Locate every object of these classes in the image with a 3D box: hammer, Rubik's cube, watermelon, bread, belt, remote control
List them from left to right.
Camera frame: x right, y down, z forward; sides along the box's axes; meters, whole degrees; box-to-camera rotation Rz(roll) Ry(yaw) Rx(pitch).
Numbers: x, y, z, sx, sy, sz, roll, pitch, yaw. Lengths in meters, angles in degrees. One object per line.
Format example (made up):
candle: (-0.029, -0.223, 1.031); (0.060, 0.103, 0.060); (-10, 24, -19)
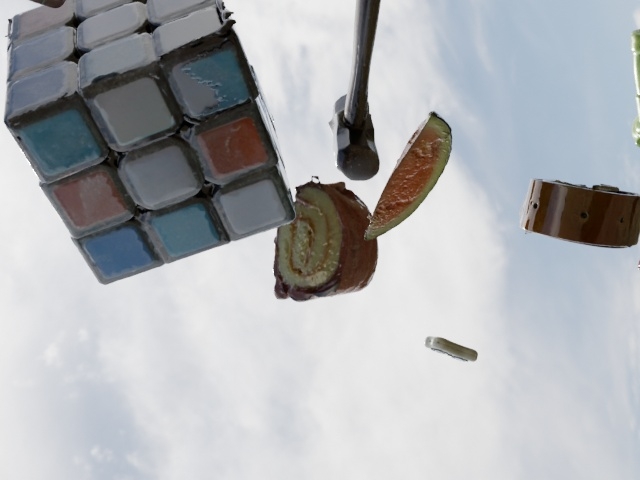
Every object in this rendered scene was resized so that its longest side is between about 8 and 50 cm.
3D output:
Rubik's cube: (-0.263, -0.194, 1.358); (0.362, 0.363, 0.359); (-112, -1, -47)
bread: (0.011, -0.001, 1.671); (0.123, 0.190, 0.244); (4, -92, -61)
hammer: (0.077, -0.346, 1.780); (0.242, 0.095, 0.409); (-95, 6, -50)
watermelon: (0.139, -0.108, 1.355); (0.063, 0.245, 0.119); (44, -145, 22)
remote control: (0.301, 0.251, 1.969); (0.122, 0.074, 0.032); (23, -102, -20)
belt: (0.433, -0.045, 1.418); (0.261, 0.184, 0.105); (-5, -75, -56)

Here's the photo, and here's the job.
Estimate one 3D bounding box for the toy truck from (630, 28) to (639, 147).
toy truck: (0.480, -0.171, 1.095); (0.148, 0.210, 0.187); (-98, 16, -67)

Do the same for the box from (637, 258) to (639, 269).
box: (0.544, -0.033, 1.217); (0.123, 0.050, 0.229); (24, -101, -1)

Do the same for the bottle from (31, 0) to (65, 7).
bottle: (-0.402, -0.349, 1.116); (0.140, 0.053, 0.053); (12, -119, -32)
